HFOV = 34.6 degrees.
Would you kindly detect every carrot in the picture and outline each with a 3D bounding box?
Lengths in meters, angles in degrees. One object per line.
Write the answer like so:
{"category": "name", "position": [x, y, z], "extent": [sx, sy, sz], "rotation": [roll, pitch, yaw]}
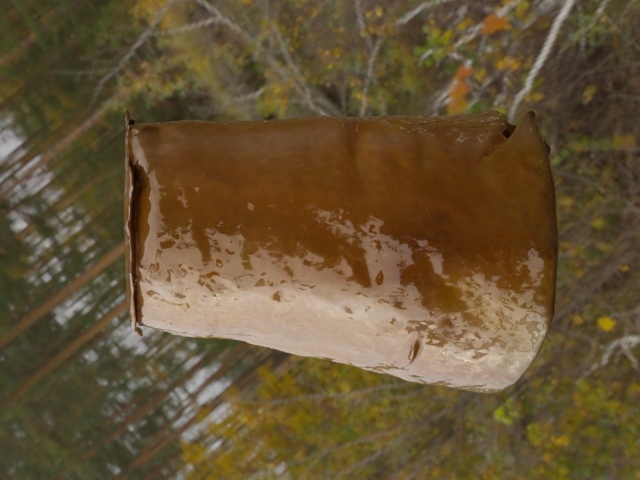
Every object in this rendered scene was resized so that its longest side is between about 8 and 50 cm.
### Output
{"category": "carrot", "position": [0.000, 0.000, 0.664], "extent": [0.196, 0.254, 0.195], "rotation": [-177, 90, -77]}
